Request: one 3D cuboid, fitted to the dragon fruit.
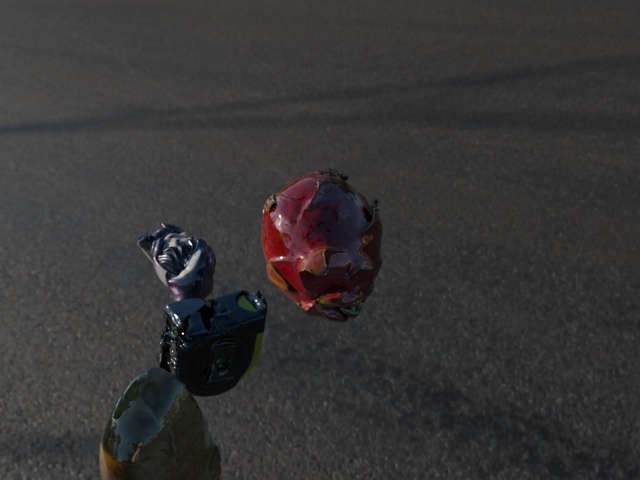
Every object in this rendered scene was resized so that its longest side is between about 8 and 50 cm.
[{"bbox_3d":[0.000,-0.004,1.471,0.250,0.250,0.315,0,67,19],"label":"dragon fruit"}]

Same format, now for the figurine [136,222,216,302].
[{"bbox_3d":[-0.292,0.050,1.648,0.145,0.145,0.222,-23,27,-24],"label":"figurine"}]

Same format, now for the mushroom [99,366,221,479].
[{"bbox_3d":[-0.130,0.184,0.636,0.094,0.209,0.072,-35,63,-30],"label":"mushroom"}]

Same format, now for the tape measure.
[{"bbox_3d":[-0.189,0.190,1.418,0.199,0.186,0.112,-7,35,-28],"label":"tape measure"}]
